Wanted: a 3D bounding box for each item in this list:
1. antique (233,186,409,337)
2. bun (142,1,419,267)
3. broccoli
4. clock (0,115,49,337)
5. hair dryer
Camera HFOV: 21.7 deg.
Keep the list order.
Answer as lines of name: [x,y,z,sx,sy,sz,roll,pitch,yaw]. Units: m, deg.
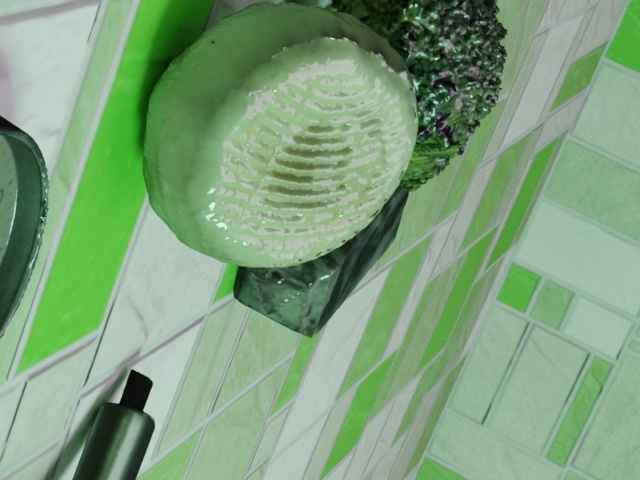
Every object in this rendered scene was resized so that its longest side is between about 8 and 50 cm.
antique: [0.000,0.000,1.505,0.183,0.088,0.086,-48,160,-45]
bun: [-0.032,-0.078,1.121,0.195,0.118,0.195,-19,128,-26]
broccoli: [0.053,-0.147,1.259,0.226,0.198,0.176,7,149,-47]
clock: [-0.215,0.028,0.855,0.215,0.042,0.215,-57,166,-23]
hair dryer: [-0.163,0.282,1.294,0.284,0.156,0.320,-51,160,-30]
